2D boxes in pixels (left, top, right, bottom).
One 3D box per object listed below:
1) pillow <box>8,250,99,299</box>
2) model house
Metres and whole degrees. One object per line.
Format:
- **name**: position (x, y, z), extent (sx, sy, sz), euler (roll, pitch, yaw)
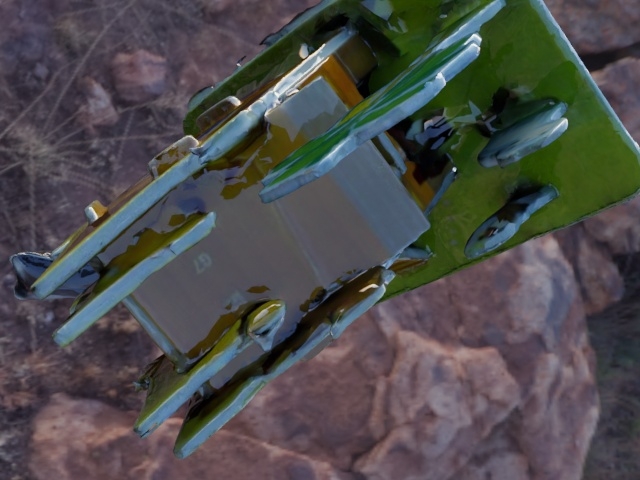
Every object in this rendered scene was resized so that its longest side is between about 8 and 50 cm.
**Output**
- **pillow**: position (-0.293, 0.041, 1.113), extent (0.136, 0.091, 0.055), euler (1, 80, -13)
- **model house**: position (0.000, 0.000, 0.617), extent (0.242, 0.358, 0.313), euler (52, 43, -14)
